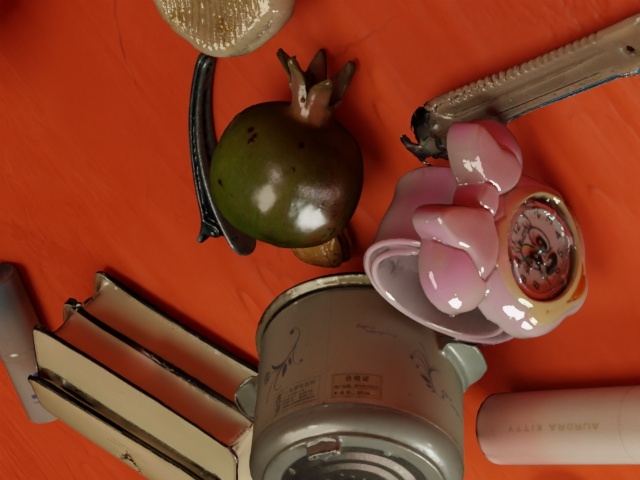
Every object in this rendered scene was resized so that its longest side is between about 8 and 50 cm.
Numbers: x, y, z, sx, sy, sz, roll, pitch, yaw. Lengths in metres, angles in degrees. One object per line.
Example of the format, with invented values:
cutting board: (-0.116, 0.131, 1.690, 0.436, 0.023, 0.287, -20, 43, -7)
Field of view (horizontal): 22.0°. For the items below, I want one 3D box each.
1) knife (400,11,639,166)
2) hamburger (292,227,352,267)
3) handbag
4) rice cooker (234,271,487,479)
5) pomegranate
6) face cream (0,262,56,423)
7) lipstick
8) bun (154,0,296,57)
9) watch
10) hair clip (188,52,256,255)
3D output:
knife: (0.220, -0.156, 1.660, 0.089, 0.043, 0.365, 28, 148, -31)
hamburger: (0.000, 0.000, 1.979, 0.083, 0.044, 0.076, 7, 124, 36)
handbag: (-0.223, 0.237, 2.288, 0.358, 0.160, 0.237, 30, 145, 20)
rice cooker: (0.045, 0.184, 1.906, 0.316, 0.317, 0.264, 8, 146, 38)
pomegranate: (-0.028, -0.102, 1.834, 0.181, 0.181, 0.224, 30, 118, 20)
face cream: (-0.451, 0.157, 2.485, 0.077, 0.077, 0.250, 6, 127, 39)
lipstick: (0.323, 0.206, 1.825, 0.327, 0.087, 0.087, -9, 116, 46)
bun: (-0.098, -0.291, 1.782, 0.183, 0.102, 0.183, 10, 111, 29)
watch: (0.140, 0.012, 1.737, 0.217, 0.211, 0.248, -8, 140, 48)
hair clip: (-0.137, -0.107, 2.013, 0.083, 0.048, 0.275, 19, 132, 36)
